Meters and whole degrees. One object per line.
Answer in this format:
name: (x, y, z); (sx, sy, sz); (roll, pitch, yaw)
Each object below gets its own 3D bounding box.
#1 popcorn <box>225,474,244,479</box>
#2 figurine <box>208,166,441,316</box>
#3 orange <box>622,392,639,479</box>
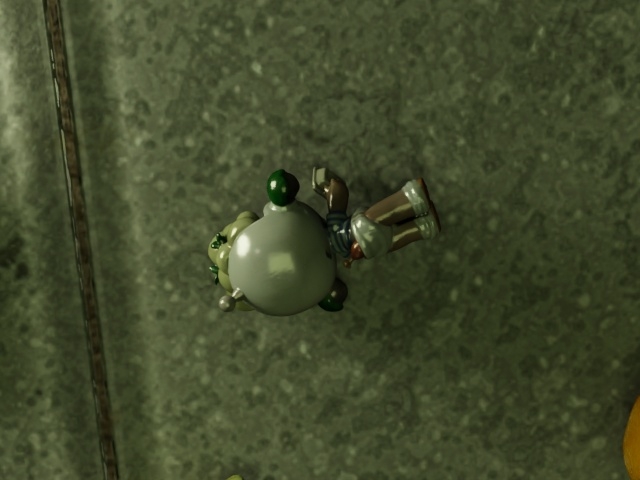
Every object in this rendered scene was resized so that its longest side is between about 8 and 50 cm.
popcorn: (-0.093, 0.285, 1.693); (0.141, 0.135, 0.162); (8, 101, -8)
figurine: (-0.001, 0.000, 1.651); (0.197, 0.093, 0.147); (-25, 123, -1)
orange: (0.330, 0.174, 1.652); (0.159, 0.136, 0.159); (1, 92, 18)
